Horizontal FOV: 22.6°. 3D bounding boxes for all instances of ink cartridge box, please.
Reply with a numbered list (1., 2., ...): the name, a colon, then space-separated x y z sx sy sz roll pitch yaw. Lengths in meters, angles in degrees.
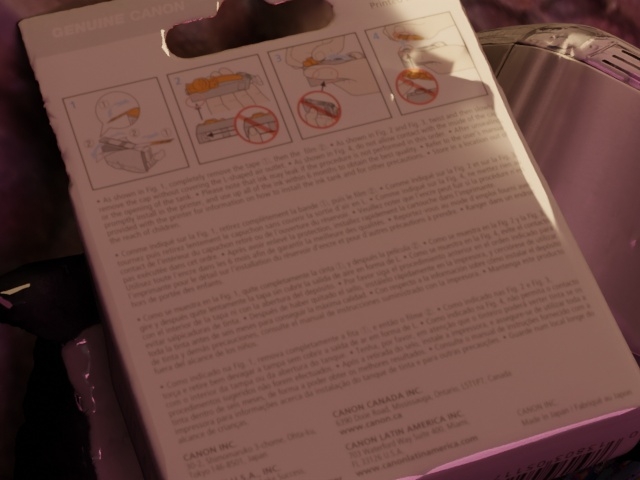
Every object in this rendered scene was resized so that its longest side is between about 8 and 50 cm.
1. ink cartridge box: 0.000 0.000 0.638 0.189 0.232 0.066 -14 150 -16

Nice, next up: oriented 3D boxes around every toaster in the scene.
1. toaster: 0.128 -0.006 0.762 0.227 0.129 0.146 24 83 -24

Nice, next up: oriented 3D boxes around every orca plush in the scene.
1. orca plush: -0.113 0.153 0.649 0.102 0.151 0.287 -10 110 -1

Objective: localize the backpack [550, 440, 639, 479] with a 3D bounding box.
1. backpack: 0.175 0.171 0.864 0.173 0.117 0.158 -40 123 -24
